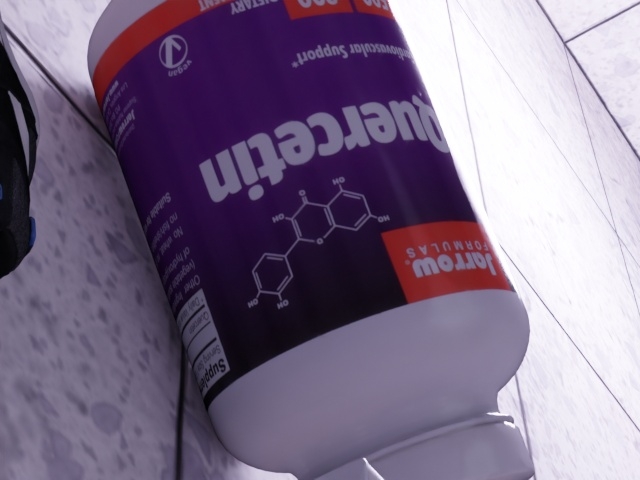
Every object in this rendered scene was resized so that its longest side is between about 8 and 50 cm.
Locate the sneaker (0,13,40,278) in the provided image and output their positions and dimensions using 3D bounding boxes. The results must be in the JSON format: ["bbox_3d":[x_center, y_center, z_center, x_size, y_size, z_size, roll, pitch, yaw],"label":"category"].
[{"bbox_3d":[-0.160,-0.065,0.636,0.217,0.079,0.121,70,6,-49],"label":"sneaker"}]

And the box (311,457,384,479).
[{"bbox_3d":[-0.025,0.202,0.542,0.119,0.181,0.182,51,22,-34],"label":"box"}]

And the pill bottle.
[{"bbox_3d":[0.000,0.000,0.881,0.181,0.181,0.323,18,47,-64],"label":"pill bottle"}]
